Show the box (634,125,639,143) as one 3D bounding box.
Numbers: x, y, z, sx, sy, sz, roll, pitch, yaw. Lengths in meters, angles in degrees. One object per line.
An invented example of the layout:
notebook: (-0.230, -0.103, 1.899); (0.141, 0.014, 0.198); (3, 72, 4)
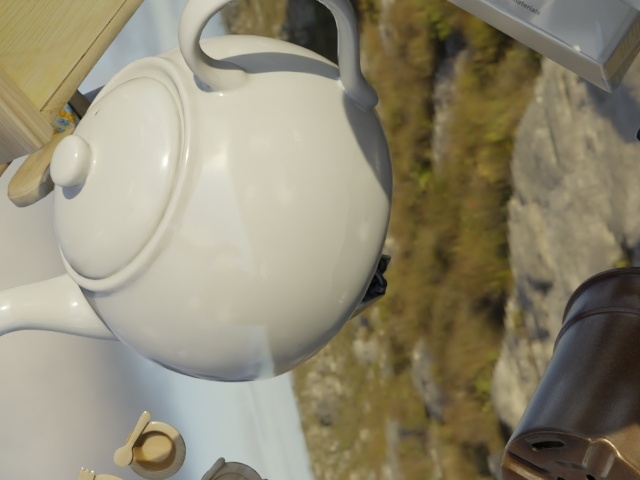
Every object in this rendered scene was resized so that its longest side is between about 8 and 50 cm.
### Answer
box: (0.354, -0.028, 0.532); (0.296, 0.294, 0.182); (51, 131, 38)

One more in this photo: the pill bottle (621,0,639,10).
pill bottle: (0.245, -0.248, 0.779); (0.301, 0.169, 0.169); (86, 170, -78)

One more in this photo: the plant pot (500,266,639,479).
plant pot: (0.222, 0.132, 0.941); (0.165, 0.167, 0.167); (-46, -43, -40)

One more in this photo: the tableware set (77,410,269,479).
tableware set: (-0.140, 0.241, 1.179); (0.169, 0.141, 0.020); (34, -173, -5)

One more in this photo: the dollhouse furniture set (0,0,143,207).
dollhouse furniture set: (-0.326, -0.168, 1.004); (0.362, 0.394, 0.256); (52, -135, -27)

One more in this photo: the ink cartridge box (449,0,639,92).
ink cartridge box: (0.229, -0.296, 1.078); (0.197, 0.270, 0.198); (32, -173, 13)

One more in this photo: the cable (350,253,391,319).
cable: (0.000, 0.000, 1.073); (0.184, 0.047, 0.150); (-42, 55, 58)

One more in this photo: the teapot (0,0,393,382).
teapot: (-0.086, -0.035, 0.845); (0.252, 0.187, 0.256); (3, 78, 50)
